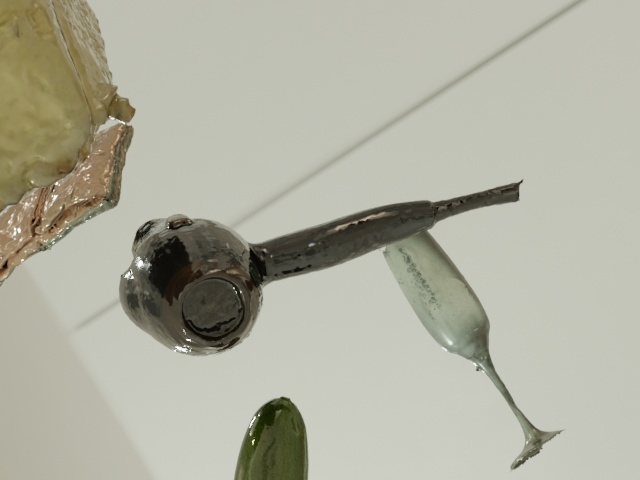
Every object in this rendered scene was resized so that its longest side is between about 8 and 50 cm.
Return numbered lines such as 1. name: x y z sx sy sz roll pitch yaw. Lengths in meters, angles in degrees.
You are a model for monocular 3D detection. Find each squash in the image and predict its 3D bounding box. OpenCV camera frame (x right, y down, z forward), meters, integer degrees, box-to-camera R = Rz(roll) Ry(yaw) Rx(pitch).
1. squash: -0.044 0.262 1.694 0.069 0.069 0.258 19 -109 -62

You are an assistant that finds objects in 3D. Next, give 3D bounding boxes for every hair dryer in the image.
1. hair dryer: 0.000 0.000 1.713 0.304 0.360 0.120 -139 35 -78

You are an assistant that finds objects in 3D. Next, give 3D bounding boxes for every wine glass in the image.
1. wine glass: 0.145 0.098 1.959 0.262 0.074 0.074 57 -162 11

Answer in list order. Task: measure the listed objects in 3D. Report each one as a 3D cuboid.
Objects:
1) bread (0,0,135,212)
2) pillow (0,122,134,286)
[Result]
1. bread: -0.377 -0.152 1.611 0.279 0.371 0.390 57 -175 -27
2. pillow: -0.284 -0.035 2.108 0.043 0.232 0.126 38 -141 -23
